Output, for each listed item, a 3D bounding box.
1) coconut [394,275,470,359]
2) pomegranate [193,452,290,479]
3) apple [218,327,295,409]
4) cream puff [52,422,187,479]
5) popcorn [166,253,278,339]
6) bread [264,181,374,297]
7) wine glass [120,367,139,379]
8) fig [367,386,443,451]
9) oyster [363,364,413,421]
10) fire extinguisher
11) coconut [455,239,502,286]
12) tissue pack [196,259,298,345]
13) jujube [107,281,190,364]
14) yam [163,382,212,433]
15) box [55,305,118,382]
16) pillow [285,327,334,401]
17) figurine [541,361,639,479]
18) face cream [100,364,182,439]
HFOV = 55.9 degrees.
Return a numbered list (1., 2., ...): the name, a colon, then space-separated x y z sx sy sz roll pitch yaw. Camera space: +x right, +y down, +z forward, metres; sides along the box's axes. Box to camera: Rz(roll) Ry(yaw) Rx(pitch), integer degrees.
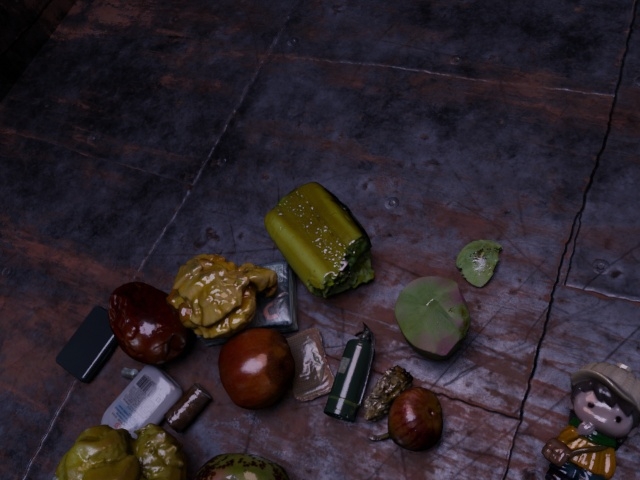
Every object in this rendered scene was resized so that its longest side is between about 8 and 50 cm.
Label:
1. coconut: 0.310 0.208 1.656 0.204 0.236 0.236 31 75 26
2. pomegranate: -0.222 0.663 1.504 0.284 0.341 0.285 -6 64 12
3. apple: -0.175 0.366 1.728 0.229 0.230 0.230 -7 60 13
4. cream puff: -0.499 0.630 1.601 0.275 0.378 0.378 -44 59 -1
5. popcorn: -0.282 0.155 1.748 0.331 0.225 0.265 -12 39 -5
6. bread: 0.000 0.000 1.880 0.251 0.208 0.377 -35 58 -8
7. wine glass: -0.597 0.425 1.930 0.083 0.042 0.039 6 36 22
8. fig: 0.241 0.489 1.585 0.149 0.148 0.202 -125 51 -60
9. oyster: 0.184 0.425 1.652 0.177 0.105 0.056 -38 30 -6
10. fire extinguisher: 0.100 0.363 1.719 0.118 0.093 0.295 -20 44 57
11. coconut: 0.468 0.058 1.796 0.133 0.055 0.158 6 63 18
12. tissue pack: -0.233 0.193 1.910 0.315 0.103 0.228 -10 58 11
13. jujube: -0.548 0.256 1.912 0.223 0.223 0.318 -47 50 -11
14. yam: -0.399 0.499 1.806 0.079 0.079 0.141 37 77 30
15. box: -0.764 0.344 2.019 0.160 0.050 0.230 25 72 27
16. pillow: -0.038 0.368 1.793 0.135 0.034 0.211 -22 59 4
17. figurine: 0.667 0.455 1.472 0.185 0.204 0.333 24 100 26
18. face cream: -0.577 0.545 1.831 0.163 0.080 0.337 34 76 23
